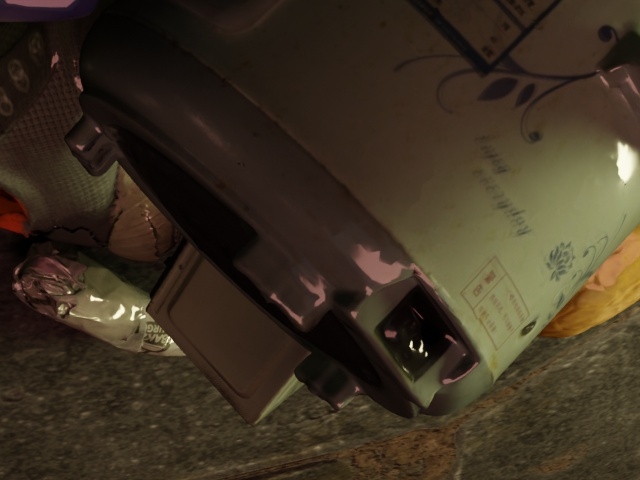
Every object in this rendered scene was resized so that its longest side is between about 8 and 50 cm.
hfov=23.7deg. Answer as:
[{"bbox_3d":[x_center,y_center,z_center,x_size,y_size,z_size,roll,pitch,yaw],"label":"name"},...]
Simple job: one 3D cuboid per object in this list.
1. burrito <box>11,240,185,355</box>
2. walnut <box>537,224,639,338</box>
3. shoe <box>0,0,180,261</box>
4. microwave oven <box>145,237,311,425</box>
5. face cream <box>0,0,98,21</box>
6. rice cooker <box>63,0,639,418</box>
[{"bbox_3d":[-0.162,0.051,1.181,0.064,0.064,0.203,-28,148,19],"label":"burrito"},{"bbox_3d":[0.194,-0.016,1.147,0.159,0.159,0.206,13,144,-39],"label":"walnut"},{"bbox_3d":[-0.163,-0.103,0.886,0.171,0.132,0.336,-1,150,-8],"label":"shoe"},{"bbox_3d":[0.000,0.000,1.046,0.205,0.129,0.163,-35,168,-43],"label":"microwave oven"},{"bbox_3d":[-0.119,-0.234,0.564,0.249,0.225,0.249,-9,146,-6],"label":"face cream"},{"bbox_3d":[0.054,-0.084,0.704,0.316,0.317,0.264,-26,129,15],"label":"rice cooker"}]
